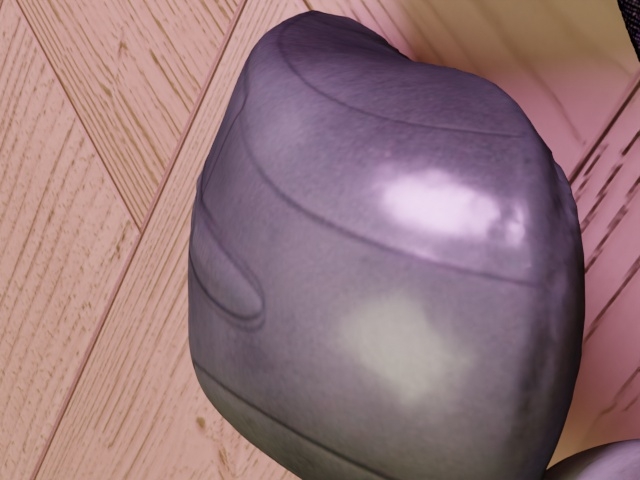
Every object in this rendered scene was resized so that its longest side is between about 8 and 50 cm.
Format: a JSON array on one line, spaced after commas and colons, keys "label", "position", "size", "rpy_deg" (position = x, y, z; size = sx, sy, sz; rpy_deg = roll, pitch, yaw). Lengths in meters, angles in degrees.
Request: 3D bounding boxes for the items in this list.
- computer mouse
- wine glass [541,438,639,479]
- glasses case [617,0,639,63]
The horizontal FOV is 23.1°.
[{"label": "computer mouse", "position": [0.000, 0.000, 0.703], "size": [0.371, 0.121, 0.188], "rpy_deg": [-126, 48, -69]}, {"label": "wine glass", "position": [0.124, 0.128, 0.575], "size": [0.204, 0.111, 0.111], "rpy_deg": [140, 118, -82]}, {"label": "glasses case", "position": [0.176, -0.026, 0.531], "size": [0.067, 0.103, 0.267], "rpy_deg": [-41, 65, 48]}]
